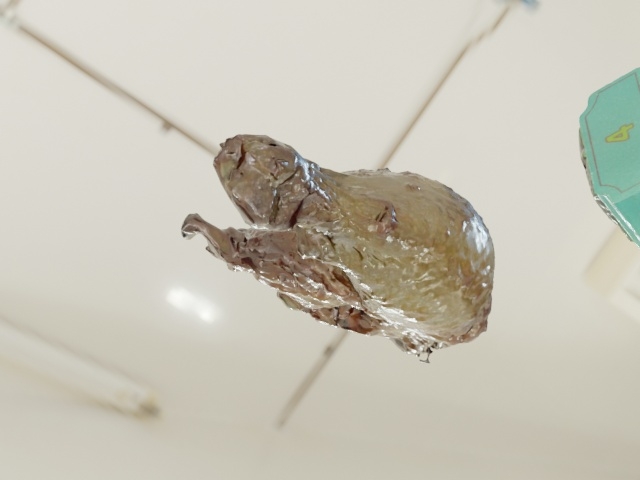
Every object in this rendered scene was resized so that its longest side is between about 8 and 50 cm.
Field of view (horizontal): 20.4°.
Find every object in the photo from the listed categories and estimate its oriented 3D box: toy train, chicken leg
[{"bbox_3d":[0.311,-0.082,1.569,0.107,0.154,0.198,48,-156,-31],"label":"toy train"},{"bbox_3d":[0.013,0.003,1.001,0.177,0.083,0.322,15,170,-6],"label":"chicken leg"}]
